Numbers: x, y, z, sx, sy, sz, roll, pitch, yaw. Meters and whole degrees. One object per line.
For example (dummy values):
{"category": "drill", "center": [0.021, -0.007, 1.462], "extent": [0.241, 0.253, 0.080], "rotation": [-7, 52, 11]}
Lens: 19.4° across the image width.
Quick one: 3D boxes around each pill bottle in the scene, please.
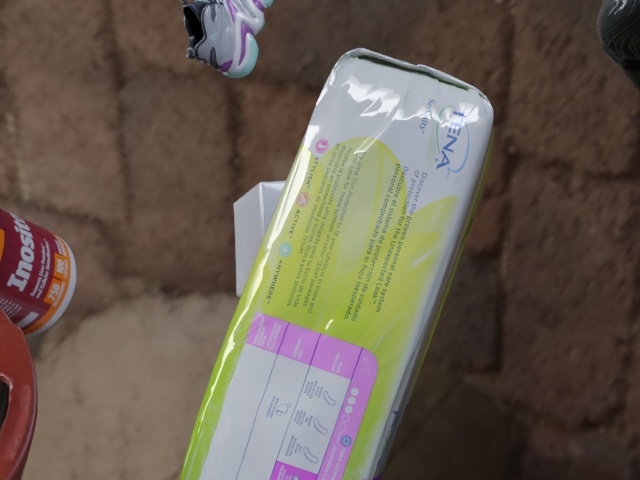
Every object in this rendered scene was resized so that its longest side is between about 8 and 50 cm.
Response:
{"category": "pill bottle", "center": [-0.257, 0.013, 1.371], "extent": [0.086, 0.086, 0.152], "rotation": [-7, 159, 33]}

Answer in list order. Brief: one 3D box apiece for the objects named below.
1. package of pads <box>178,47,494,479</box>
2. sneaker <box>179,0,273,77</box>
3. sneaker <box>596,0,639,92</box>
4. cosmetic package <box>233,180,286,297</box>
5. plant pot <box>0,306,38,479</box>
{"category": "package of pads", "center": [0.012, 0.051, 1.085], "extent": [0.101, 0.229, 0.297], "rotation": [19, 86, 6]}
{"category": "sneaker", "center": [-0.071, -0.170, 1.327], "extent": [0.069, 0.098, 0.038], "rotation": [17, 166, -30]}
{"category": "sneaker", "center": [0.379, -0.218, 1.061], "extent": [0.447, 0.258, 0.169], "rotation": [-11, 140, 29]}
{"category": "cosmetic package", "center": [0.000, 0.000, 1.413], "extent": [0.117, 0.231, 0.086], "rotation": [-3, 86, -9]}
{"category": "plant pot", "center": [-0.270, 0.138, 0.959], "extent": [0.272, 0.272, 0.265], "rotation": [34, 136, 5]}
